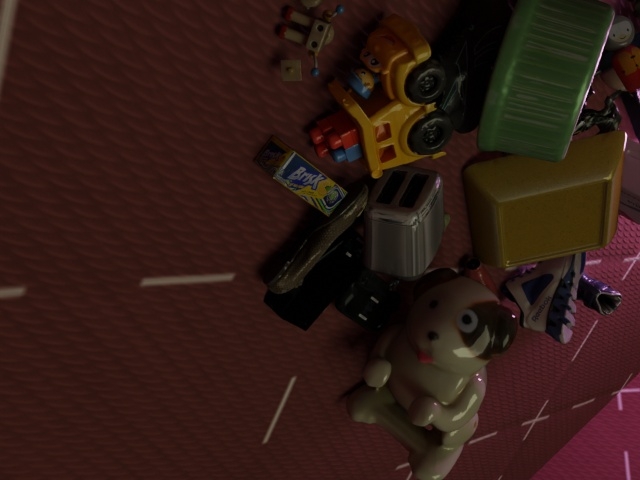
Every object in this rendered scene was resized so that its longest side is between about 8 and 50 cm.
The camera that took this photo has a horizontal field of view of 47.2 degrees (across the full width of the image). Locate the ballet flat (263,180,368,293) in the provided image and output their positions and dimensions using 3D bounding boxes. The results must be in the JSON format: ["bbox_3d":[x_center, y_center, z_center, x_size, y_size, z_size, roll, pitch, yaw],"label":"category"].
[{"bbox_3d":[0.000,0.000,1.274,0.058,0.084,0.250,40,96,-23],"label":"ballet flat"}]

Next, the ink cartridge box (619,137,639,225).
[{"bbox_3d":[0.816,-0.133,1.858,0.117,0.207,0.283,-53,142,4],"label":"ink cartridge box"}]

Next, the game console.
[{"bbox_3d":[0.053,0.107,1.458,0.213,0.044,0.361,-48,142,3],"label":"game console"}]

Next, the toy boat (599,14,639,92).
[{"bbox_3d":[0.664,-0.398,1.478,0.318,0.148,0.267,-26,-179,-43],"label":"toy boat"}]

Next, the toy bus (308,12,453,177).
[{"bbox_3d":[0.080,-0.211,1.149,0.211,0.149,0.220,-23,136,-6],"label":"toy bus"}]

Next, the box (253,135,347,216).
[{"bbox_3d":[-0.029,-0.102,1.183,0.054,0.059,0.169,-53,142,5],"label":"box"}]

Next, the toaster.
[{"bbox_3d":[0.147,-0.034,1.318,0.227,0.129,0.146,-56,149,-45],"label":"toaster"}]

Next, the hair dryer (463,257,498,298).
[{"bbox_3d":[0.335,0.167,1.753,0.223,0.080,0.293,-8,127,-39],"label":"hair dryer"}]

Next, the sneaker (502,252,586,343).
[{"bbox_3d":[0.572,0.097,1.891,0.127,0.182,0.315,41,61,-54],"label":"sneaker"}]

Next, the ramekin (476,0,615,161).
[{"bbox_3d":[0.388,-0.282,1.257,0.303,0.148,0.303,19,90,-75],"label":"ramekin"}]

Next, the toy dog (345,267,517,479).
[{"bbox_3d":[0.274,0.260,1.568,0.395,0.284,0.408,-24,142,-27],"label":"toy dog"}]

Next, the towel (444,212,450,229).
[{"bbox_3d":[0.204,0.002,1.526,0.110,0.027,0.148,8,117,-46],"label":"towel"}]

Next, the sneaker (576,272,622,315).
[{"bbox_3d":[0.802,0.162,2.137,0.086,0.163,0.226,-55,143,6],"label":"sneaker"}]

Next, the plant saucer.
[{"bbox_3d":[0.491,-0.059,1.574,0.333,0.081,0.333,-13,140,8],"label":"plant saucer"}]

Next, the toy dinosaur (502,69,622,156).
[{"bbox_3d":[0.483,-0.246,1.486,0.218,0.164,0.322,-15,163,-13],"label":"toy dinosaur"}]

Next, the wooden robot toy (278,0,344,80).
[{"bbox_3d":[-0.008,-0.308,1.043,0.173,0.076,0.079,-66,174,21],"label":"wooden robot toy"}]

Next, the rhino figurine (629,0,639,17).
[{"bbox_3d":[0.694,-0.577,1.469,0.243,0.073,0.106,-51,145,0],"label":"rhino figurine"}]

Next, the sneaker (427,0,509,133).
[{"bbox_3d":[0.239,-0.313,1.230,0.106,0.101,0.267,4,108,-18],"label":"sneaker"}]

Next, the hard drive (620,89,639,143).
[{"bbox_3d":[0.843,-0.388,1.782,0.237,0.064,0.339,-52,142,5],"label":"hard drive"}]
